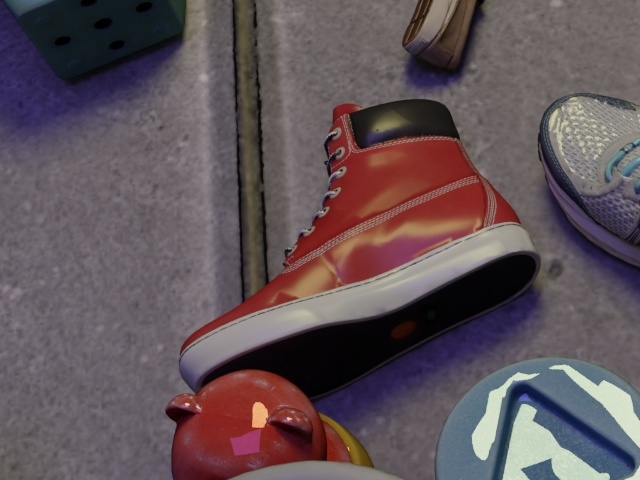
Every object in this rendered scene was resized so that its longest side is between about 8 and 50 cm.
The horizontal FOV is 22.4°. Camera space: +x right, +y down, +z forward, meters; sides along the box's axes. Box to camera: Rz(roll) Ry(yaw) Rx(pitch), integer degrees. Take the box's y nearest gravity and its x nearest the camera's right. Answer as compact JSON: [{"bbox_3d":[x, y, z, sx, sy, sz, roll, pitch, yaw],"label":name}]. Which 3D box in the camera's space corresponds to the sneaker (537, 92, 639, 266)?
[{"bbox_3d":[0.251,-0.025,1.004,0.283,0.122,0.110,38,76,29],"label":"sneaker"}]

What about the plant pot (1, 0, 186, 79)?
[{"bbox_3d":[-0.198,-0.256,1.240,0.166,0.165,0.234,-22,66,3],"label":"plant pot"}]

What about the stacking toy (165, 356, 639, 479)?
[{"bbox_3d":[0.050,0.194,0.923,0.309,0.130,0.279,-4,57,13],"label":"stacking toy"}]

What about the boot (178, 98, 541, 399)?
[{"bbox_3d":[0.000,0.000,1.084,0.244,0.088,0.176,-24,58,-8],"label":"boot"}]

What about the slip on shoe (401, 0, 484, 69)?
[{"bbox_3d":[0.100,-0.184,1.184,0.041,0.051,0.135,29,57,-15],"label":"slip on shoe"}]

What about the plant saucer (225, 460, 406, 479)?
[{"bbox_3d":[-0.020,0.311,0.794,0.400,0.100,0.400,-25,49,33],"label":"plant saucer"}]
